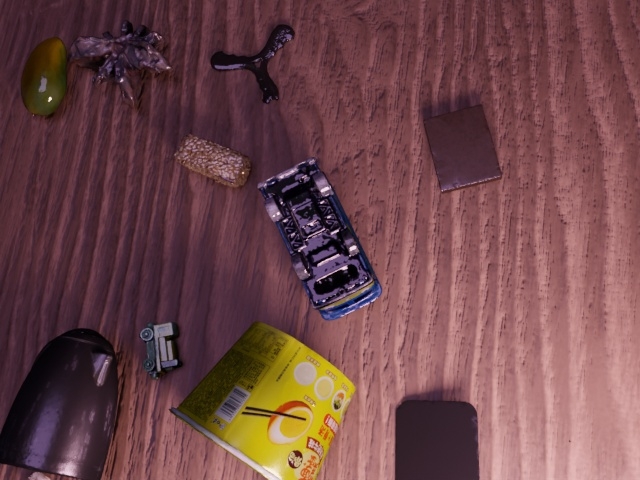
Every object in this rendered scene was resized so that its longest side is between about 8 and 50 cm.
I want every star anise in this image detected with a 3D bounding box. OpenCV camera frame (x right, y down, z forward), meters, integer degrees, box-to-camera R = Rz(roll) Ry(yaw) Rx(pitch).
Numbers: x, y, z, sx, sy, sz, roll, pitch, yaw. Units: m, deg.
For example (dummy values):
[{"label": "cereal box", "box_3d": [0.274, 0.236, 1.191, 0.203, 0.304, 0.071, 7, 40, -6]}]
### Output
[{"label": "star anise", "box_3d": [-0.463, -0.434, 1.678, 0.257, 0.110, 0.198, 41, 86, 25]}]

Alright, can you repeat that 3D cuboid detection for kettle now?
[{"label": "kettle", "box_3d": [-0.530, 0.320, 1.444, 0.268, 0.207, 0.290, -7, 65, 39]}]

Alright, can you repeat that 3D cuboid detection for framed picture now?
[{"label": "framed picture", "box_3d": [0.297, -0.192, 1.494, 0.128, 0.023, 0.168, -14, 72, 8]}]

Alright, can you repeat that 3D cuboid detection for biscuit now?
[{"label": "biscuit", "box_3d": [-0.238, -0.174, 1.577, 0.168, 0.070, 0.082, 21, 83, 14]}]

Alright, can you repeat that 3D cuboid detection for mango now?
[{"label": "mango", "box_3d": [-0.665, -0.392, 1.718, 0.122, 0.085, 0.191, -10, 70, 39]}]

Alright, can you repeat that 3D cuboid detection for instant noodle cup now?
[{"label": "instant noodle cup", "box_3d": [-0.088, 0.306, 1.307, 0.311, 0.311, 0.221, 30, 73, 18]}]

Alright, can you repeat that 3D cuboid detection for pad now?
[{"label": "pad", "box_3d": [0.295, 0.423, 1.301, 0.323, 0.055, 0.250, 0, 74, 12]}]

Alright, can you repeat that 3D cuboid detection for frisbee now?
[{"label": "frisbee", "box_3d": [-0.137, -0.402, 1.650, 0.211, 0.012, 0.187, -26, 71, 2]}]

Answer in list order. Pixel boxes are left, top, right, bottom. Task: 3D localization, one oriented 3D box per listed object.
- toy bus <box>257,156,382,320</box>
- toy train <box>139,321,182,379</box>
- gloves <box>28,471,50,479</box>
[{"label": "toy bus", "box_3d": [0.000, 0.000, 1.420, 0.138, 0.175, 0.287, -26, 71, 3]}, {"label": "toy train", "box_3d": [-0.336, 0.228, 1.495, 0.081, 0.050, 0.122, -12, 71, 1]}, {"label": "gloves", "box_3d": [-0.576, 0.501, 1.469, 0.044, 0.037, 0.081, -33, 79, 28]}]
